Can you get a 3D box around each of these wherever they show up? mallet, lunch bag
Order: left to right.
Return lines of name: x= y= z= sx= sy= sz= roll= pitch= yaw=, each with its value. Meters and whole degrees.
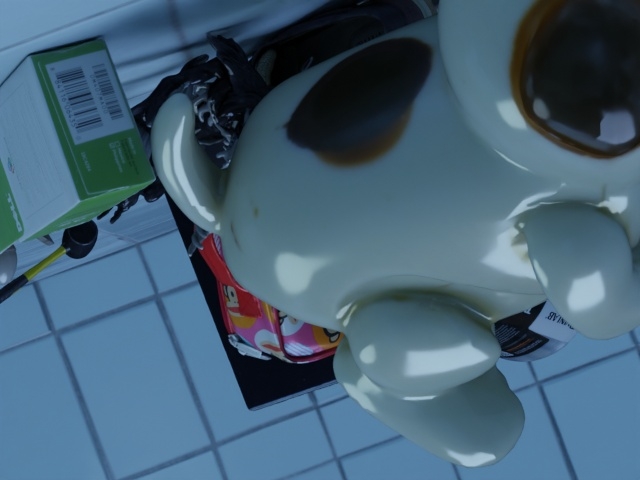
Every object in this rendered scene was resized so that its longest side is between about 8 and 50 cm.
mallet: x=-0.337 y=0.042 z=1.672 sx=0.189 sy=0.039 sz=0.062 roll=-40 pitch=177 yaw=-17
lunch bag: x=-0.018 y=-0.026 z=1.467 sx=0.258 sy=0.293 sz=0.120 roll=-20 pitch=-162 yaw=-36

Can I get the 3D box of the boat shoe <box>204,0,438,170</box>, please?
boat shoe: x=-0.027 y=-0.136 z=1.269 sx=0.285 sy=0.103 sz=0.092 roll=-26 pitch=171 yaw=31

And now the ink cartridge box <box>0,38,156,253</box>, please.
ink cartridge box: x=-0.204 y=-0.065 z=1.083 sx=0.062 sy=0.109 sz=0.209 roll=-19 pitch=178 yaw=-30

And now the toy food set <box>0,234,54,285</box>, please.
toy food set: x=-0.463 y=0.037 z=1.652 sx=0.306 sy=0.092 sz=0.220 roll=-21 pitch=179 yaw=-6

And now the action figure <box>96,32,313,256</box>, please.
action figure: x=-0.112 y=-0.071 z=1.209 sx=0.275 sy=0.164 sz=0.141 roll=-12 pitch=-138 yaw=41

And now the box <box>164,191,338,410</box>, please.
box: x=0.000 y=0.000 z=1.840 sx=0.179 sy=0.343 sz=0.312 roll=-23 pitch=177 yaw=37

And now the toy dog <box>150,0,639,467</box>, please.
toy dog: x=0.122 y=-0.092 z=0.992 sx=0.408 sy=0.395 sz=0.285 roll=-45 pitch=-159 yaw=47

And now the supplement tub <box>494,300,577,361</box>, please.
supplement tub: x=0.172 y=0.027 z=1.729 sx=0.193 sy=0.194 sz=0.316 roll=-21 pitch=153 yaw=37
